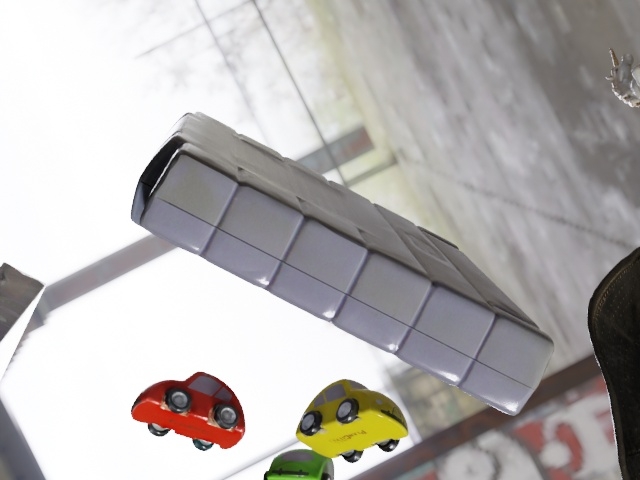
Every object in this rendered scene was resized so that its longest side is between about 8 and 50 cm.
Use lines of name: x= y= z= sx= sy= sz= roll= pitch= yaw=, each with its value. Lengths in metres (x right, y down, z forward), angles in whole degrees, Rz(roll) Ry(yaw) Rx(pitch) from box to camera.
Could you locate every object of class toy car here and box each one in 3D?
toy car: x=-0.028 y=0.181 z=1.326 sx=0.225 sy=0.239 sz=0.053 roll=73 pitch=-156 yaw=-52

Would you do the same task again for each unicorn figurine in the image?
unicorn figurine: x=0.336 y=-0.150 z=1.457 sx=0.162 sy=0.060 sz=0.111 roll=41 pitch=159 yaw=16

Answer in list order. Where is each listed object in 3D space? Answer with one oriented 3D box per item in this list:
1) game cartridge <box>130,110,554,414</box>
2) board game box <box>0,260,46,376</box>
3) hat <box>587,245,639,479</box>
game cartridge: x=0.000 y=0.000 z=0.929 sx=0.230 sy=0.068 sz=0.355 roll=23 pitch=-174 yaw=-6
board game box: x=-0.281 y=0.137 z=1.114 sx=0.056 sy=0.208 sz=0.347 roll=30 pitch=-176 yaw=-7
hat: x=0.357 y=0.134 z=1.175 sx=0.331 sy=0.134 sz=0.331 roll=25 pitch=-129 yaw=-35
